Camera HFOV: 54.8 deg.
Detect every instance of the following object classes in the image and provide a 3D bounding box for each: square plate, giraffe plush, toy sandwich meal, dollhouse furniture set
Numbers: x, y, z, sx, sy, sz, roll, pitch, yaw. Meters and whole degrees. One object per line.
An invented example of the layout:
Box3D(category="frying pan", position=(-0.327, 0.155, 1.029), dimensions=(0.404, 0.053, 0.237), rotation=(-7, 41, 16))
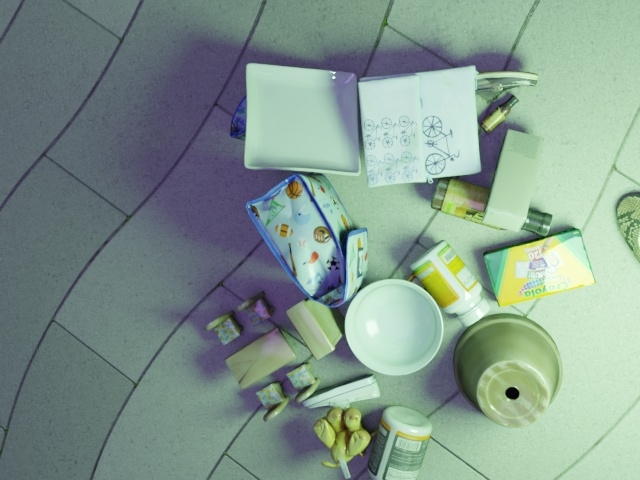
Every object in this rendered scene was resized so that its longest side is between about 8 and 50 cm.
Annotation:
Box3D(category="square plate", position=(-0.055, -0.358, 1.855), dimensions=(0.344, 0.049, 0.347), rotation=(2, 73, -11))
Box3D(category="giraffe plush", position=(0.100, 0.629, 1.970), dimensions=(0.182, 0.170, 0.210), rotation=(-10, 81, 28))
Box3D(category="toy sandwich meal", position=(0.309, 0.130, 1.931), dimensions=(0.086, 0.029, 0.085), rotation=(1, 96, 13))
Box3D(category="dollhouse furniture set", position=(-0.133, 0.336, 1.942), dimensions=(0.394, 0.256, 0.362), rotation=(-33, 87, 14))

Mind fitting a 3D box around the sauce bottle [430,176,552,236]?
Box3D(category="sauce bottle", position=(0.502, -0.095, 1.820), dimensions=(0.345, 0.111, 0.111), rotation=(18, 100, 13))

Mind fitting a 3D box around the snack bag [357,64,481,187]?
Box3D(category="snack bag", position=(0.289, -0.325, 1.784), dimensions=(0.343, 0.037, 0.322), rotation=(-3, 96, 11))

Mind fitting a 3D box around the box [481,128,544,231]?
Box3D(category="box", position=(0.543, -0.170, 1.744), dimensions=(0.113, 0.094, 0.275), rotation=(18, 67, 10))

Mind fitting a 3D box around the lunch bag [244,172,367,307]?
Box3D(category="lunch bag", position=(0.000, 0.000, 1.842), dimensions=(0.239, 0.328, 0.385), rotation=(-30, 87, 15))

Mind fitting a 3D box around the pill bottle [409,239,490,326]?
Box3D(category="pill bottle", position=(0.394, 0.132, 1.856), dimensions=(0.136, 0.136, 0.245), rotation=(-39, 86, 14))

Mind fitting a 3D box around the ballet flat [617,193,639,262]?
Box3D(category="ballet flat", position=(0.990, 0.083, 1.686), dimensions=(0.164, 0.182, 0.482), rotation=(-30, 88, 15))

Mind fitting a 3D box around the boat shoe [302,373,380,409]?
Box3D(category="boat shoe", position=(0.066, 0.510, 1.997), dimensions=(0.258, 0.095, 0.084), rotation=(-21, 86, 16))

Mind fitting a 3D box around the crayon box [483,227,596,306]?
Box3D(category="crayon box", position=(0.639, 0.080, 1.821), dimensions=(0.279, 0.081, 0.165), rotation=(-17, 92, 14))

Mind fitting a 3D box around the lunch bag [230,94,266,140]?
Box3D(category="lunch bag", position=(-0.219, -0.383, 1.952), dimensions=(0.096, 0.129, 0.151), rotation=(40, 102, 6))

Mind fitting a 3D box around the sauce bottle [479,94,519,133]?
Box3D(category="sauce bottle", position=(0.528, -0.373, 1.821), dimensions=(0.042, 0.042, 0.128), rotation=(46, 101, 5))

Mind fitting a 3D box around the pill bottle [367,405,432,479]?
Box3D(category="pill bottle", position=(0.239, 0.678, 1.940), dimensions=(0.162, 0.162, 0.278), rotation=(17, 100, 11))

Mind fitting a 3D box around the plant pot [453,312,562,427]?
Box3D(category="plant pot", position=(0.542, 0.393, 1.777), dimensions=(0.323, 0.280, 0.323), rotation=(1, 95, 13))

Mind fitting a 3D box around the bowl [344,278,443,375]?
Box3D(category="bowl", position=(0.231, 0.254, 1.910), dimensions=(0.298, 0.134, 0.297), rotation=(2, 97, 13))

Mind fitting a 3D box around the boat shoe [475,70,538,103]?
Box3D(category="boat shoe", position=(0.482, -0.444, 1.797), dimensions=(0.285, 0.103, 0.092), rotation=(2, 102, 17))
